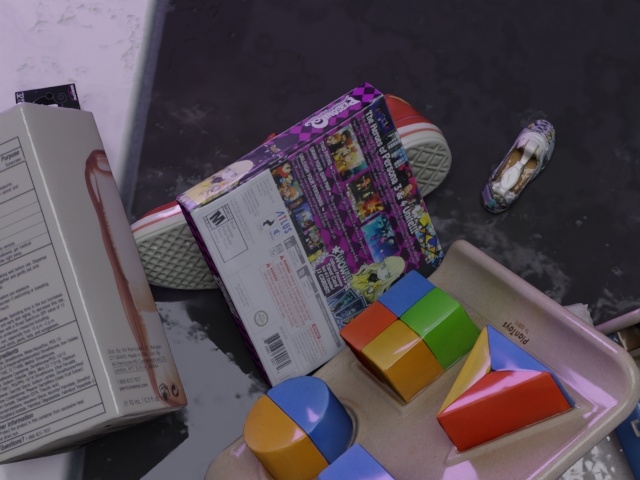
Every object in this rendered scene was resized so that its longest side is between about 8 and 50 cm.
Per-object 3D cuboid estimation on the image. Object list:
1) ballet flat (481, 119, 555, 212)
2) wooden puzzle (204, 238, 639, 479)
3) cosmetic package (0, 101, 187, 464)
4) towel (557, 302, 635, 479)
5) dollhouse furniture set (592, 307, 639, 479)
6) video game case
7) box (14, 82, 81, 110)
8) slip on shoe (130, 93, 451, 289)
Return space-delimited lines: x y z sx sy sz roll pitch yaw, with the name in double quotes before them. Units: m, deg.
"ballet flat" 0.201 -0.077 1.847 0.041 0.041 0.114 34 74 7
"wooden puzzle" 0.066 0.160 1.621 0.348 0.322 0.080 -44 123 -5
"cosmetic package" -0.252 0.040 1.697 0.153 0.129 0.296 -21 81 24
"towel" 0.212 0.210 1.755 0.187 0.049 0.282 -15 75 -10
"dollhouse furniture set" 0.212 0.190 1.574 0.303 0.286 0.198 -21 84 -22
"video game case" 0.000 0.000 1.729 0.210 0.232 0.042 -32 37 -11
"box" -0.262 -0.103 1.820 0.062 0.052 0.083 -9 73 -5
"slip on shoe" -0.039 -0.047 1.795 0.331 0.123 0.101 -24 50 -9
